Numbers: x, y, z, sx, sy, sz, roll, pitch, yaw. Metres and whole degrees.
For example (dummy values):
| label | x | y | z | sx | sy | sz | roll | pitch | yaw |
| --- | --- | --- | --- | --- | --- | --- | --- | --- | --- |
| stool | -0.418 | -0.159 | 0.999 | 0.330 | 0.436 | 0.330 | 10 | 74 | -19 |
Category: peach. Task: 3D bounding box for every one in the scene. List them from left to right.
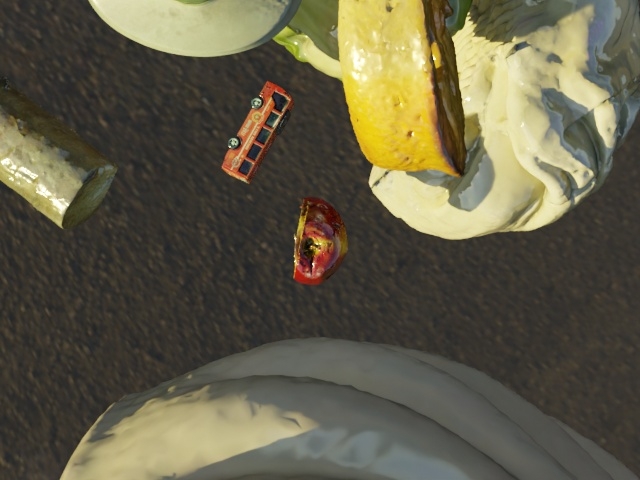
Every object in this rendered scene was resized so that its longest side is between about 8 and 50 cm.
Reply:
| label | x | y | z | sx | sy | sz | roll | pitch | yaw |
| --- | --- | --- | --- | --- | --- | --- | --- | --- | --- |
| peach | 0.000 | 0.000 | 1.182 | 0.050 | 0.083 | 0.077 | 4 | 100 | -2 |

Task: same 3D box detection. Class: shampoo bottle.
| label | x | y | z | sx | sy | sz | roll | pitch | yaw |
| --- | --- | --- | --- | --- | --- | --- | --- | --- | --- |
| shampoo bottle | -0.068 | -0.148 | 0.712 | 0.118 | 0.234 | 0.087 | 7 | 102 | -6 |

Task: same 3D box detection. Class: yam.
| label | x | y | z | sx | sy | sz | roll | pitch | yaw |
| --- | --- | --- | --- | --- | --- | --- | --- | --- | --- |
| yam | -0.234 | -0.079 | 0.993 | 0.068 | 0.169 | 0.068 | -50 | 167 | -16 |

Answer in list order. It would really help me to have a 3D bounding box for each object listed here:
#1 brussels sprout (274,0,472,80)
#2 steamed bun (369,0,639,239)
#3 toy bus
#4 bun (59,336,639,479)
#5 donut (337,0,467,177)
| label | x | y | z | sx | sy | sz | roll | pitch | yaw |
| --- | --- | --- | --- | --- | --- | --- | --- | --- | --- |
| brussels sprout | 0.033 | -0.248 | 1.183 | 0.219 | 0.271 | 0.210 | 16 | 127 | -33 |
| steamed bun | 0.211 | -0.135 | 1.303 | 0.206 | 0.275 | 0.320 | 31 | 134 | -20 |
| toy bus | -0.068 | -0.117 | 1.416 | 0.043 | 0.031 | 0.110 | 28 | 86 | 10 |
| bun | 0.059 | 0.135 | 0.352 | 0.175 | 0.263 | 0.263 | -22 | 123 | 18 |
| donut | 0.054 | -0.132 | 0.929 | 0.074 | 0.174 | 0.190 | -7 | 160 | 12 |
